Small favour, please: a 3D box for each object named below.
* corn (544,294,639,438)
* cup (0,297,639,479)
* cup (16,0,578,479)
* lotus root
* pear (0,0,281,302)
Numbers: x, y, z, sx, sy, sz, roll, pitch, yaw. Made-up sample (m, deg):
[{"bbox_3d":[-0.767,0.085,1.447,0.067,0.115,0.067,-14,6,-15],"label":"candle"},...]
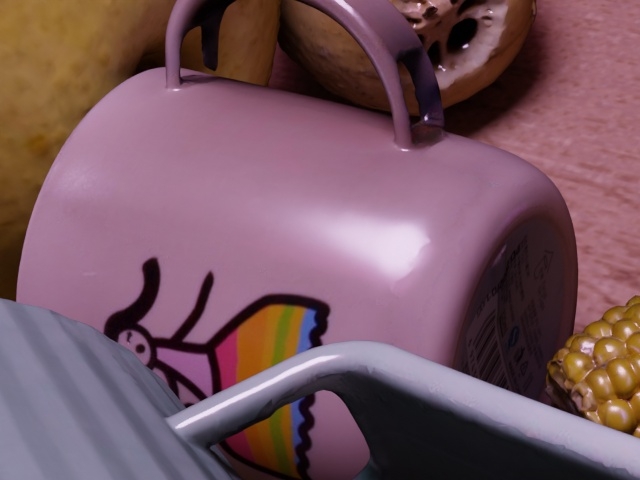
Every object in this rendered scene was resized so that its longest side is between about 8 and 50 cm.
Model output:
[{"bbox_3d":[0.250,0.024,0.674,0.310,0.101,0.101,-22,40,4],"label":"corn"},{"bbox_3d":[-0.048,0.213,0.472,0.401,0.310,0.392,-10,32,-22],"label":"cup"},{"bbox_3d":[0.000,0.000,0.697,0.200,0.252,0.191,13,21,30],"label":"cup"},{"bbox_3d":[0.028,-0.199,0.978,0.169,0.151,0.342,-6,34,-11],"label":"lotus root"},{"bbox_3d":[-0.195,-0.111,0.832,0.348,0.348,0.348,-12,41,11],"label":"pear"}]
